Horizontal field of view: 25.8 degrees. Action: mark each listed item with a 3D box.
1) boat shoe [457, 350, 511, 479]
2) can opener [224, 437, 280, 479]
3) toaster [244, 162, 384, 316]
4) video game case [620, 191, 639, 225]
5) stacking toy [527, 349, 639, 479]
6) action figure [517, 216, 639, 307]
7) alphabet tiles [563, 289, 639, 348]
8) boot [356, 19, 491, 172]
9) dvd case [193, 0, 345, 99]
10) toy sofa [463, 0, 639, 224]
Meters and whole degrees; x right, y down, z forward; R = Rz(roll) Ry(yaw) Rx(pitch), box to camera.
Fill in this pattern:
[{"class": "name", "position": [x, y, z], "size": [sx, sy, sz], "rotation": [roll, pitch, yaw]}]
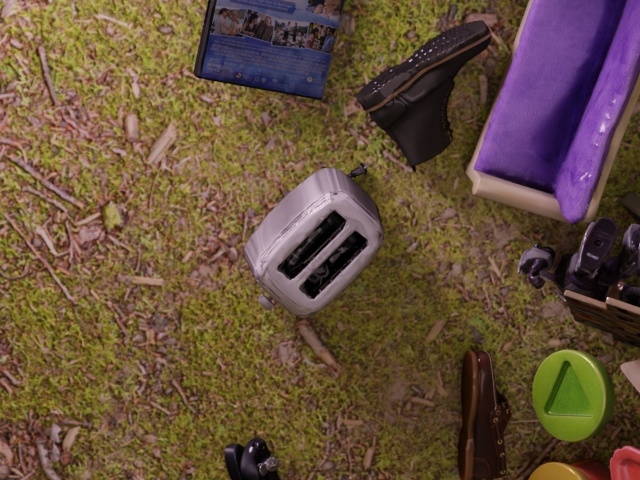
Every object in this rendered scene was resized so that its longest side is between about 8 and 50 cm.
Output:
[{"class": "boat shoe", "position": [0.239, 0.251, 2.017], "size": [0.073, 0.073, 0.207], "rotation": [-3, 113, -5]}, {"class": "can opener", "position": [-0.077, 0.370, 2.041], "size": [0.059, 0.073, 0.186], "rotation": [-36, 114, -34]}, {"class": "toaster", "position": [0.000, 0.000, 1.885], "size": [0.227, 0.146, 0.129], "rotation": [-44, 105, 8]}, {"class": "video game case", "position": [0.508, 0.045, 1.863], "size": [0.025, 0.285, 0.204], "rotation": [-41, 105, 6]}, {"class": "stacking toy", "position": [0.440, 0.289, 1.972], "size": [0.130, 0.309, 0.279], "rotation": [2, 82, -42]}, {"class": "action figure", "position": [0.363, 0.043, 1.876], "size": [0.185, 0.285, 0.099], "rotation": [14, 73, -1]}, {"class": "alphabet tiles", "position": [0.465, 0.133, 1.847], "size": [0.285, 0.342, 0.011], "rotation": [20, 84, 17]}, {"class": "boot", "position": [0.167, -0.195, 1.887], "size": [0.198, 0.077, 0.137], "rotation": [-30, 111, 18]}, {"class": "dvd case", "position": [-0.056, -0.322, 1.836], "size": [0.180, 0.022, 0.253], "rotation": [8, 106, -18]}, {"class": "toy sofa", "position": [0.323, -0.212, 1.834], "size": [0.150, 0.177, 0.362], "rotation": [17, 105, -9]}]
